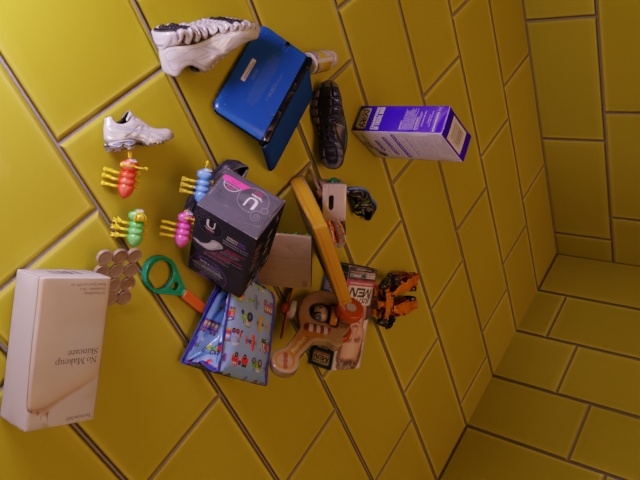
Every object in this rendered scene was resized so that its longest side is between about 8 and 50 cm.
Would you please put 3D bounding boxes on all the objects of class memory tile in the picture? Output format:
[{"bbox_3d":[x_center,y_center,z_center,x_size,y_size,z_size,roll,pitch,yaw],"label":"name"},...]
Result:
[{"bbox_3d":[-0.466,0.084,1.433,0.113,0.012,0.148,-4,120,-49],"label":"memory tile"}]

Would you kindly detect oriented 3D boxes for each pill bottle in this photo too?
[{"bbox_3d":[-0.001,-0.530,1.873,0.116,0.065,0.065,-27,119,-45],"label":"pill bottle"}]

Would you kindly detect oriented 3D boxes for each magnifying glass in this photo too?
[{"bbox_3d":[-0.364,0.119,1.599,0.231,0.026,0.092,49,60,-43],"label":"magnifying glass"}]

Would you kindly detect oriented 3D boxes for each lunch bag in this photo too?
[{"bbox_3d":[-0.218,0.223,1.721,0.221,0.138,0.293,35,66,-53],"label":"lunch bag"}]

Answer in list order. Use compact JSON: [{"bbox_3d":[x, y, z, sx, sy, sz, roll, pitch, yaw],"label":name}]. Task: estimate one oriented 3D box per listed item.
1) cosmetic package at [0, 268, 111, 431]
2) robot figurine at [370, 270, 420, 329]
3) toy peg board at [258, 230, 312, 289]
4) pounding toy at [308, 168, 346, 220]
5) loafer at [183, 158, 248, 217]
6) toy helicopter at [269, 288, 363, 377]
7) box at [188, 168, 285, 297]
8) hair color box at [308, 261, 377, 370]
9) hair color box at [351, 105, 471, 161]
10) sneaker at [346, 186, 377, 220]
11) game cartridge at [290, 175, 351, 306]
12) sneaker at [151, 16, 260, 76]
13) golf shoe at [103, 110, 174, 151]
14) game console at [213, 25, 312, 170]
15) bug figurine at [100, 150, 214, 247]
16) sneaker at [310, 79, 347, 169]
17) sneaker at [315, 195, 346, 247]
[{"bbox_3d":[-0.548,0.219,1.315,0.160,0.113,0.310,3,95,-52],"label":"cosmetic package"},{"bbox_3d":[0.277,0.214,2.379,0.291,0.085,0.211,-11,106,-51],"label":"robot figurine"},{"bbox_3d":[-0.096,0.046,1.825,0.079,0.161,0.161,-60,153,-65],"label":"toy peg board"},{"bbox_3d":[0.018,-0.140,1.912,0.100,0.130,0.141,-1,103,-8],"label":"pounding toy"},{"bbox_3d":[-0.266,-0.125,1.618,0.223,0.078,0.076,-54,135,-28],"label":"loafer"},{"bbox_3d":[-0.048,0.264,1.876,0.355,0.235,0.140,-46,166,-45],"label":"toy helicopter"},{"bbox_3d":[-0.209,-0.012,1.543,0.143,0.165,0.270,-56,174,-37],"label":"box"},{"bbox_3d":[0.077,0.251,2.119,0.173,0.105,0.347,9,91,-52],"label":"hair color box"},{"bbox_3d":[0.295,-0.349,2.065,0.185,0.338,0.110,36,68,-49],"label":"hair color box"},{"bbox_3d":[0.136,-0.125,2.137,0.188,0.067,0.078,41,60,-51],"label":"sneaker"},{"bbox_3d":[0.000,0.000,1.829,0.052,0.324,0.285,-20,121,-1],"label":"game cartridge"},{"bbox_3d":[-0.269,-0.472,1.529,0.292,0.110,0.118,-25,125,-37],"label":"sneaker"},{"bbox_3d":[-0.407,-0.251,1.427,0.176,0.069,0.086,-20,107,-49],"label":"golf shoe"},{"bbox_3d":[-0.149,-0.386,1.751,0.250,0.173,0.293,32,70,-18],"label":"game console"},{"bbox_3d":[-0.363,-0.088,1.468,0.279,0.072,0.216,2,103,-39],"label":"bug figurine"},{"bbox_3d":[0.031,-0.357,1.953,0.106,0.101,0.268,-40,130,-67],"label":"sneaker"},{"bbox_3d":[0.037,-0.086,2.024,0.083,0.084,0.215,-57,140,-71],"label":"sneaker"}]
